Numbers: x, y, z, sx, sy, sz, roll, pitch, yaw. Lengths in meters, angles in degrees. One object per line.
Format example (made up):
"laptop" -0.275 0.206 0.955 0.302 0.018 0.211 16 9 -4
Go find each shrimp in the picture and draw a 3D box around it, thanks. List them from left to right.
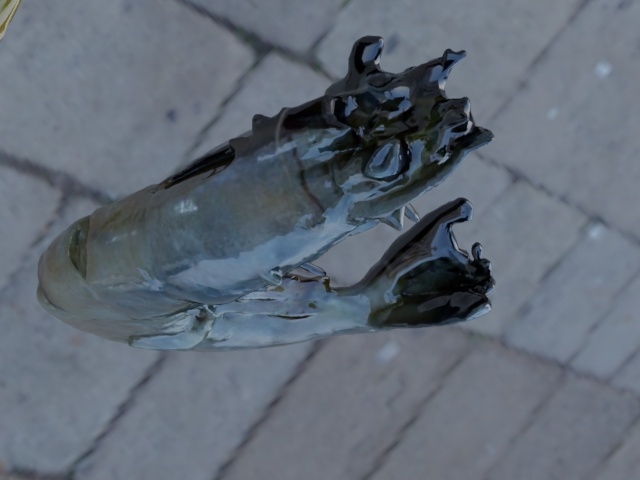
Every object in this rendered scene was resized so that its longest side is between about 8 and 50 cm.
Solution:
"shrimp" 0.000 0.008 0.866 0.178 0.075 0.289 21 141 -40

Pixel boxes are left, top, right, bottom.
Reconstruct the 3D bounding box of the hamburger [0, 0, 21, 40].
"hamburger" -0.272 -0.190 0.520 0.395 0.277 0.396 -21 118 -46
